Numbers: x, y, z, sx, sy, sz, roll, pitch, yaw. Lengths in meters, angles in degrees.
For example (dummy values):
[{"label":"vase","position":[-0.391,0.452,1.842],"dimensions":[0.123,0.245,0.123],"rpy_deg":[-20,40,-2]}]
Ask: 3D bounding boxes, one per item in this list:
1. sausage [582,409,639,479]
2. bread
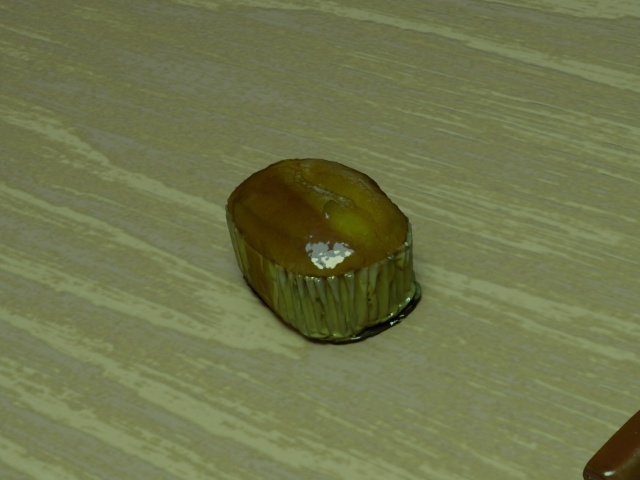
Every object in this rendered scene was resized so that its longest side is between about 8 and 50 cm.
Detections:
[{"label":"sausage","position":[0.246,0.145,1.180],"dimensions":[0.131,0.039,0.041],"rpy_deg":[-37,35,-30]},{"label":"bread","position":[0.000,0.000,1.401],"dimensions":[0.132,0.114,0.190],"rpy_deg":[-28,44,-22]}]
